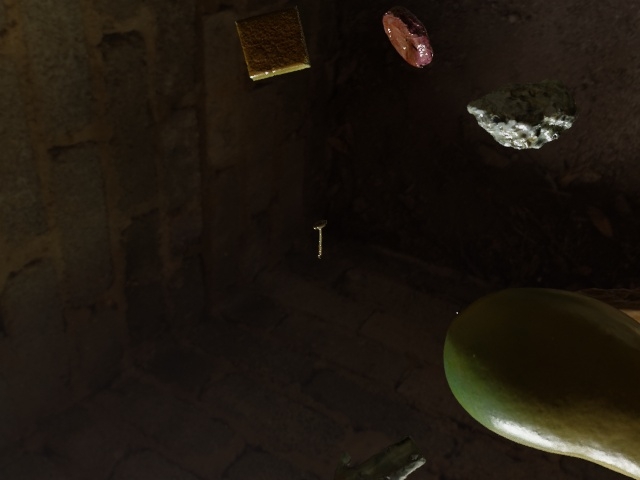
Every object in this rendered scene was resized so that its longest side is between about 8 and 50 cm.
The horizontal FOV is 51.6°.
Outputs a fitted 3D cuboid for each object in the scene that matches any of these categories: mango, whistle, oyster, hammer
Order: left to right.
[{"bbox_3d":[0.000,0.000,1.279,0.014,0.029,0.123,57,163,29],"label":"hammer"},{"bbox_3d":[0.023,0.450,1.131,0.134,0.346,0.142,62,173,-32],"label":"whistle"},{"bbox_3d":[0.236,-0.152,0.766,0.100,0.037,0.098,-41,78,20],"label":"oyster"},{"bbox_3d":[0.187,0.101,0.503,0.191,0.085,0.122,12,86,23],"label":"mango"}]

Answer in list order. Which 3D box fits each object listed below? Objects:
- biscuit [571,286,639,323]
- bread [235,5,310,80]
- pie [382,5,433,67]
[{"bbox_3d":[0.309,0.161,0.856,0.262,0.052,0.277,2,137,8],"label":"biscuit"},{"bbox_3d":[-0.070,-0.294,0.987,0.094,0.035,0.090,-11,99,6],"label":"bread"},{"bbox_3d":[0.235,-0.543,1.763,0.182,0.049,0.182,51,174,7],"label":"pie"}]
